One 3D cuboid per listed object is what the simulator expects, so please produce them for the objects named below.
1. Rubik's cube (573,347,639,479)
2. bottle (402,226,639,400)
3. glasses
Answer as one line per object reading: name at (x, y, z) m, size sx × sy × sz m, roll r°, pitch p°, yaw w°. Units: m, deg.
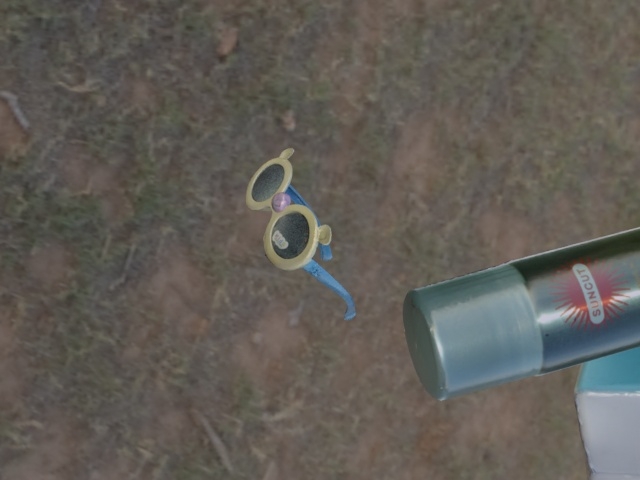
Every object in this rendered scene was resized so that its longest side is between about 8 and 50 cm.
Rubik's cube at (0.425, 0.177, 1.129) m, size 0.292 × 0.290 × 0.291 m, roll -54°, pitch 136°, yaw -53°
bottle at (0.201, 0.038, 0.814) m, size 0.286 × 0.082 × 0.082 m, roll -15°, pitch 115°, yaw -10°
glasses at (-0.027, 0.014, 1.554) m, size 0.088 × 0.190 × 0.220 m, roll -23°, pitch 138°, yaw -2°
